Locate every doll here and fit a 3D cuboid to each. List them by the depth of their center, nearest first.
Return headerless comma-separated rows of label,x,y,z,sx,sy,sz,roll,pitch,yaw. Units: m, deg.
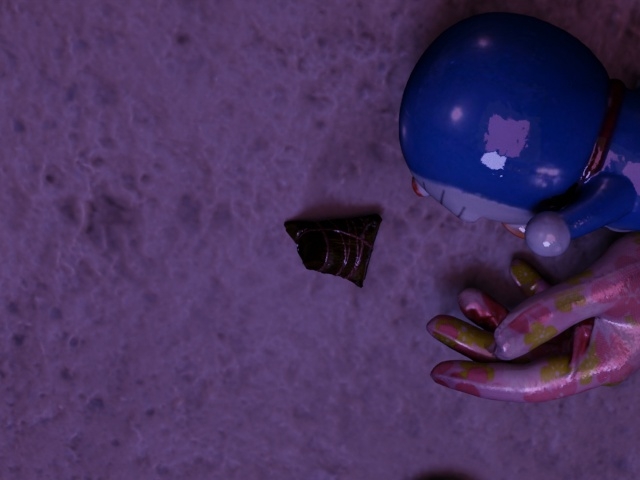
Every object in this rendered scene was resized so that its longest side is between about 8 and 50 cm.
doll,0.184,-0.071,0.701,0.256,0.215,0.161,23,135,9

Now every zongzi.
zongzi,0.000,0.000,0.813,0.083,0.073,0.067,-1,116,-37

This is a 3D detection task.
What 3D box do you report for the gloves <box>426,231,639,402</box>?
gloves,0.207,0.068,0.762,0.241,0.145,0.126,-35,102,8
